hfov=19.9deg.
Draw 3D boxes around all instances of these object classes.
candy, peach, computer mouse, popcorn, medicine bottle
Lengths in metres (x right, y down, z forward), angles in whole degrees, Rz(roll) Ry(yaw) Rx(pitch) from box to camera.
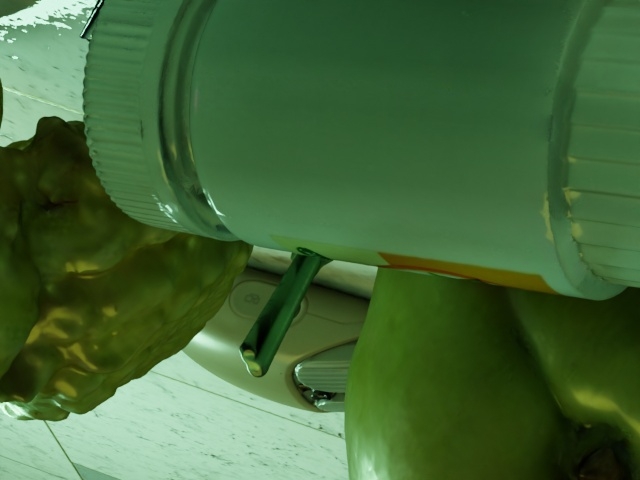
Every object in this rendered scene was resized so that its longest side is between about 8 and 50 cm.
[{"bbox_3d":[0.000,0.003,1.012,0.077,0.262,0.073,-34,104,29],"label":"candy"},{"bbox_3d":[0.167,0.106,1.009,0.281,0.314,0.315,-14,168,21],"label":"peach"},{"bbox_3d":[-0.030,0.084,1.483,0.236,0.082,0.145,16,159,19],"label":"computer mouse"},{"bbox_3d":[-0.144,0.001,1.126,0.174,0.225,0.286,52,179,7],"label":"popcorn"},{"bbox_3d":[0.054,-0.062,0.888,0.318,0.158,0.158,9,157,33],"label":"medicine bottle"}]

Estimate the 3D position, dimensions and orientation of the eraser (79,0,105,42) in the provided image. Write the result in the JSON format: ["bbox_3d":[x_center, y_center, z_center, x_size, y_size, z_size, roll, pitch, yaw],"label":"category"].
[{"bbox_3d":[-0.062,-0.111,1.082,0.150,0.023,0.104,25,161,-11],"label":"eraser"}]

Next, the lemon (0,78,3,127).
[{"bbox_3d":[-0.302,-0.089,1.185,0.170,0.170,0.207,36,157,-35],"label":"lemon"}]
